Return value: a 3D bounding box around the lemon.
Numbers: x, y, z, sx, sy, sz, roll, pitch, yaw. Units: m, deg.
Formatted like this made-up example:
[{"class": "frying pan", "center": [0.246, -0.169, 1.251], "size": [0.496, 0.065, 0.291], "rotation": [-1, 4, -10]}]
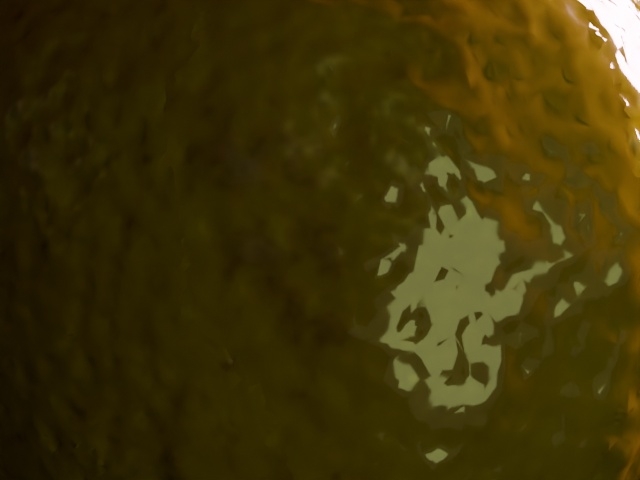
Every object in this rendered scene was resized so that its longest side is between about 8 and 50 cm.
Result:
[{"class": "lemon", "center": [0.000, 0.002, 0.654], "size": [0.293, 0.293, 0.293], "rotation": [-4, 97, -42]}]
